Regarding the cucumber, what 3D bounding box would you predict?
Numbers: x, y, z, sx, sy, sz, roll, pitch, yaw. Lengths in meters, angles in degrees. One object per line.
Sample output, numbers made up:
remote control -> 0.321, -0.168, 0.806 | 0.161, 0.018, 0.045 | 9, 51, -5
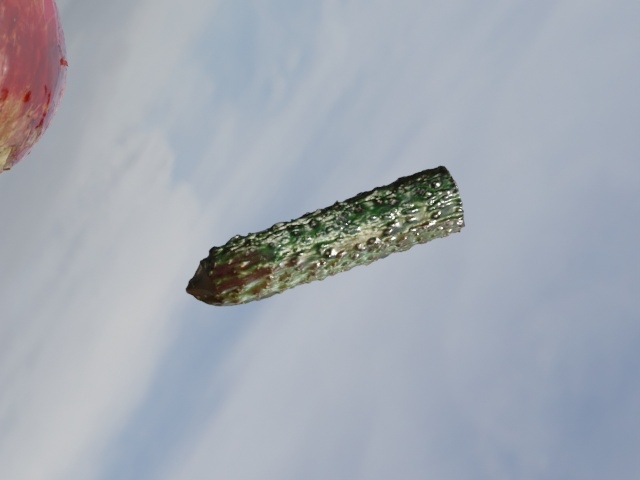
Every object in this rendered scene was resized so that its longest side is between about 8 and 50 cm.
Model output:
cucumber -> 0.000, 0.000, 1.683 | 0.359, 0.096, 0.096 | -18, -162, -6

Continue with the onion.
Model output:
onion -> -0.358, -0.162, 1.184 | 0.276, 0.276, 0.276 | -49, -160, 25
